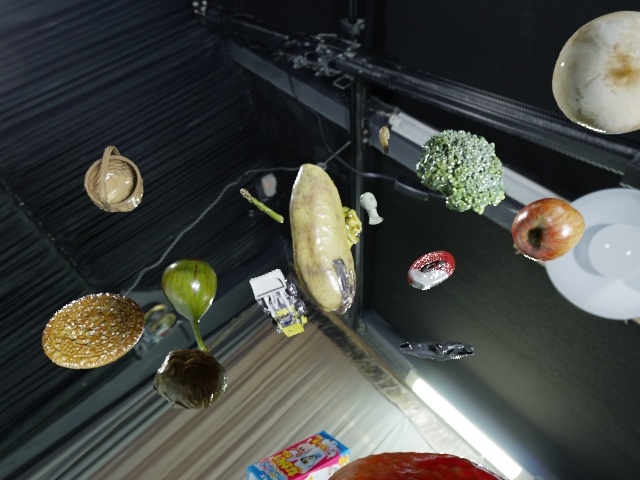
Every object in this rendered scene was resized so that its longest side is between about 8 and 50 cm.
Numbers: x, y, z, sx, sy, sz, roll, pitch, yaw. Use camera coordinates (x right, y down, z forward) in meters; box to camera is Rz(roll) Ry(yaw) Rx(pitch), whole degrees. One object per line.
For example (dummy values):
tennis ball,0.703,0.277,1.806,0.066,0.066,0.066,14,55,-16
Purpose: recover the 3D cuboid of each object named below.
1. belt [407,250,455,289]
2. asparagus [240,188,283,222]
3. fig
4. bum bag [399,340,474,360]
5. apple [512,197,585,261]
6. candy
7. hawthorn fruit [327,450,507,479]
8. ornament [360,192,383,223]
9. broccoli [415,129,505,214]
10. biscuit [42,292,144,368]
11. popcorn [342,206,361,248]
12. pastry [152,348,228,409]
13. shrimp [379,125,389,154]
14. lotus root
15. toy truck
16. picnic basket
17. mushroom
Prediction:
belt,0.464,0.122,1.849,0.124,0.200,0.128,81,-16,-73
asparagus,-0.176,-0.102,1.320,0.024,0.025,0.248,58,10,28
fig,-0.356,0.178,1.191,0.151,0.151,0.260,-1,-94,63
bum bag,0.453,0.438,1.760,0.309,0.136,0.075,-8,-99,36
apple,0.531,-0.028,1.028,0.146,0.130,0.147,30,-49,42
candy,-0.065,0.729,1.395,0.157,0.305,0.100,8,-75,55
hawthorn fruit,0.113,0.318,0.360,0.299,0.254,0.254,12,-34,10
ornament,0.240,-0.159,2.096,0.081,0.074,0.156,120,-42,-57
broccoli,0.441,-0.210,1.366,0.259,0.289,0.235,30,-40,-34
biscuit,-0.729,0.280,1.424,0.305,0.305,0.038,38,-42,31
popcorn,0.082,-0.041,1.870,0.189,0.218,0.169,-17,-25,33
pastry,-0.270,0.289,0.924,0.153,0.081,0.153,25,9,-4
shrimp,0.233,-0.358,1.572,0.023,0.059,0.108,13,-36,31
lotus root,0.000,0.000,0.753,0.110,0.097,0.259,9,71,-65
toy truck,-0.129,0.215,1.453,0.286,0.136,0.111,65,4,-47
picnic basket,-0.252,-0.074,0.531,0.072,0.072,0.083,52,-19,2
mushroom,0.568,-0.318,0.855,0.227,0.226,0.178,52,-2,0
